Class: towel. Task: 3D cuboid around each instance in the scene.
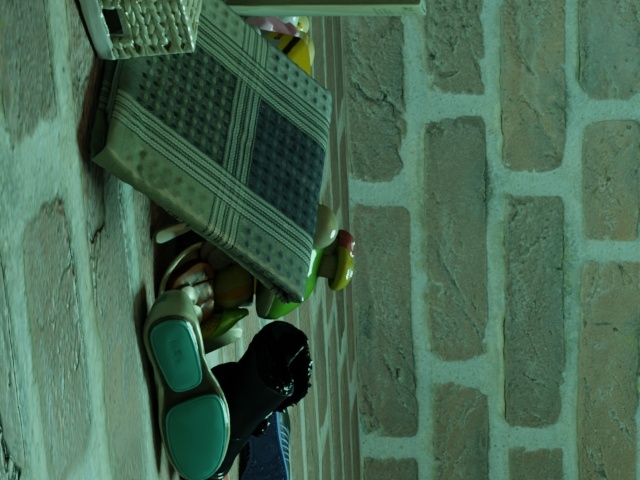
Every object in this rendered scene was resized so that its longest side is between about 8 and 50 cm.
[{"bbox_3d":[-0.115,-0.125,1.738,0.324,0.056,0.312,39,44,-35],"label":"towel"}]

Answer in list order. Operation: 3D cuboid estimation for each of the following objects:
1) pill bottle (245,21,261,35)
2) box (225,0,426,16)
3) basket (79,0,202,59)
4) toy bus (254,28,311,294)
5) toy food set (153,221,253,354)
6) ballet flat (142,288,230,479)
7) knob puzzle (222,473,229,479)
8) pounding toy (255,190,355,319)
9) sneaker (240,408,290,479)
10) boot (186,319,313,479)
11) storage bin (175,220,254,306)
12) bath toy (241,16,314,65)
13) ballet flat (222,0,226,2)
[{"bbox_3d":[-0.125,-0.149,1.929,0.121,0.121,0.216,-71,159,-70],"label":"pill bottle"},{"bbox_3d":[-0.026,-0.350,1.968,0.121,0.311,0.148,-20,109,-83],"label":"box"},{"bbox_3d":[-0.174,-0.277,1.606,0.113,0.103,0.167,80,11,-59],"label":"basket"},{"bbox_3d":[-0.083,-0.100,2.089,0.108,0.130,0.333,-61,160,-62],"label":"toy bus"},{"bbox_3d":[-0.135,0.059,1.908,0.132,0.038,0.192,-25,123,-35],"label":"toy food set"},{"bbox_3d":[-0.158,0.165,1.868,0.086,0.086,0.248,-79,166,-57],"label":"ballet flat"},{"bbox_3d":[-0.129,0.313,2.118,0.213,0.030,0.213,-8,90,-86],"label":"knob puzzle"},{"bbox_3d":[0.000,0.000,1.954,0.237,0.110,0.183,114,-16,-49],"label":"pounding toy"},{"bbox_3d":[-0.078,0.331,2.468,0.090,0.081,0.232,24,64,-75],"label":"sneaker"},{"bbox_3d":[-0.080,0.177,2.008,0.207,0.094,0.246,-50,-172,27],"label":"boot"},{"bbox_3d":[-0.131,0.025,2.008,0.098,0.091,0.135,61,29,-76],"label":"storage bin"},{"bbox_3d":[-0.082,-0.269,2.338,0.151,0.129,0.348,40,25,-16],"label":"bath toy"},{"bbox_3d":[-0.168,-0.383,1.767,0.096,0.095,0.281,-49,129,-65],"label":"ballet flat"}]
